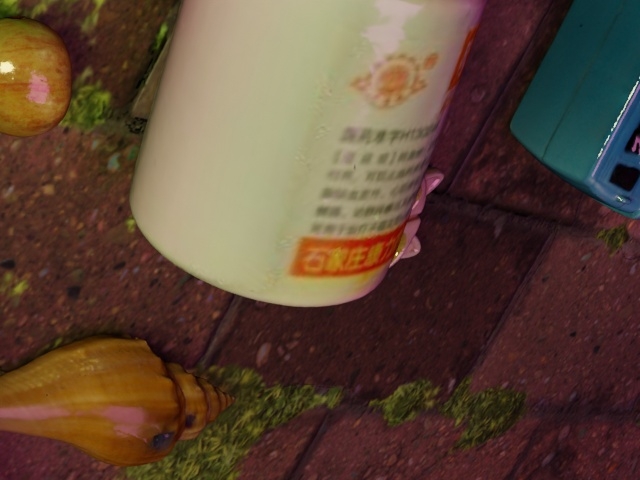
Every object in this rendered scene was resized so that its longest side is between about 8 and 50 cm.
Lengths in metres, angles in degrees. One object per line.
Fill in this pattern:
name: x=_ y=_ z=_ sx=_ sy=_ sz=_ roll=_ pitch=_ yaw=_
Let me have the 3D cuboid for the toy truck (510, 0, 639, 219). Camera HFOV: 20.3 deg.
toy truck: x=0.343 y=-0.216 z=1.793 sx=0.162 sy=0.161 sz=0.385 roll=12 pitch=112 yaw=-44

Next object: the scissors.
scissors: x=0.000 y=0.000 z=1.664 sx=0.317 sy=0.024 sz=0.160 roll=-16 pitch=132 yaw=-45

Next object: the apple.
apple: x=-0.210 y=-0.113 z=1.232 sx=0.071 sy=0.084 sz=0.084 roll=-1 pitch=125 yaw=-21

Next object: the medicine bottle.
medicine bottle: x=0.004 y=-0.163 z=1.331 sx=0.219 sy=0.219 sz=0.388 roll=-13 pitch=129 yaw=-47

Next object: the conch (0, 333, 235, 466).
conch: x=-0.188 y=0.143 z=1.491 sx=0.330 sy=0.093 sz=0.109 roll=-2 pitch=129 yaw=-51
